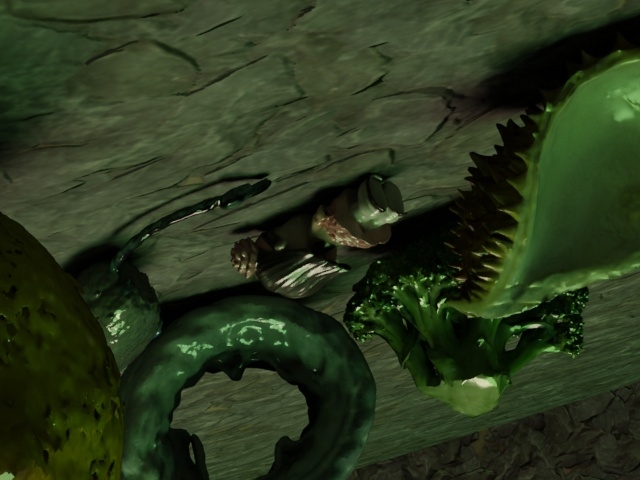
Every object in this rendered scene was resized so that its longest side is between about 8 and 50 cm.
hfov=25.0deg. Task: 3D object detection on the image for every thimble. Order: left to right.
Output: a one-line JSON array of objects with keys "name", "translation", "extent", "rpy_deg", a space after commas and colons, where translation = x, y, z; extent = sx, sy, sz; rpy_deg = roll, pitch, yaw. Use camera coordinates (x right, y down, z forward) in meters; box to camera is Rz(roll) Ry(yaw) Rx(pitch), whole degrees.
[{"name": "thimble", "translation": [-0.078, 0.161, 1.247], "extent": [0.250, 0.204, 0.172], "rpy_deg": [-29, 176, -15]}]

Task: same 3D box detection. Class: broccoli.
[{"name": "broccoli", "translation": [0.121, 0.053, 1.175], "extent": [0.195, 0.156, 0.195], "rpy_deg": [12, 150, 7]}]

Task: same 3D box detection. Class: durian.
[{"name": "durian", "translation": [0.181, -0.043, 0.876], "extent": [0.252, 0.139, 0.144], "rpy_deg": [-14, 170, -8]}]

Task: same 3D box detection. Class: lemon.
[{"name": "lemon", "translation": [-0.241, 0.096, 0.716], "extent": [0.310, 0.257, 0.258], "rpy_deg": [-15, 169, 37]}]

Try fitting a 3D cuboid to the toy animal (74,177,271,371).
[{"name": "toy animal", "translation": [-0.128, 0.027, 0.990], "extent": [0.079, 0.070, 0.253], "rpy_deg": [-50, 180, -44]}]

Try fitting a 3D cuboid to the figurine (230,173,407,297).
[{"name": "figurine", "translation": [0.000, 0.000, 1.019], "extent": [0.129, 0.054, 0.072], "rpy_deg": [-29, 154, 37]}]
